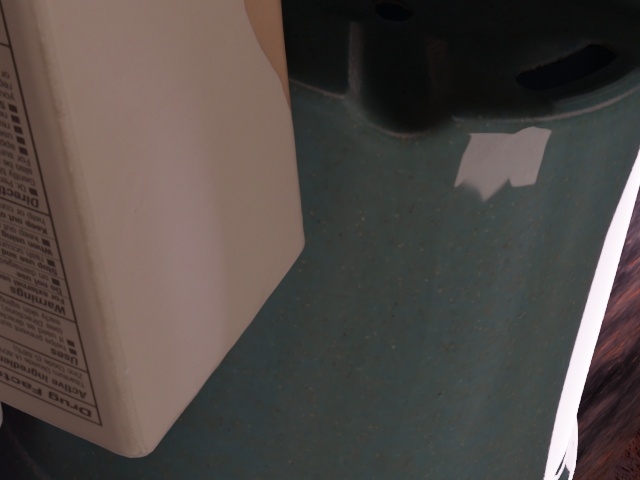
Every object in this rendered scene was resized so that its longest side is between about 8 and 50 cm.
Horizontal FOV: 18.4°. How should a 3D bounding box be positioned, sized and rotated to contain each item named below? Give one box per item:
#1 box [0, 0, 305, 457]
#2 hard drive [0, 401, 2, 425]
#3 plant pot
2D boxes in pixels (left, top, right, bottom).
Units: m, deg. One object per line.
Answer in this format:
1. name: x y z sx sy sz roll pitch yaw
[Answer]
1. box: -0.102 -0.086 0.638 0.121 0.148 0.311 -52 153 -34
2. hard drive: -0.206 0.014 0.730 0.203 0.040 0.307 -47 149 -41
3. plant pot: 0.000 0.000 0.936 0.341 0.341 0.334 -30 147 -43
